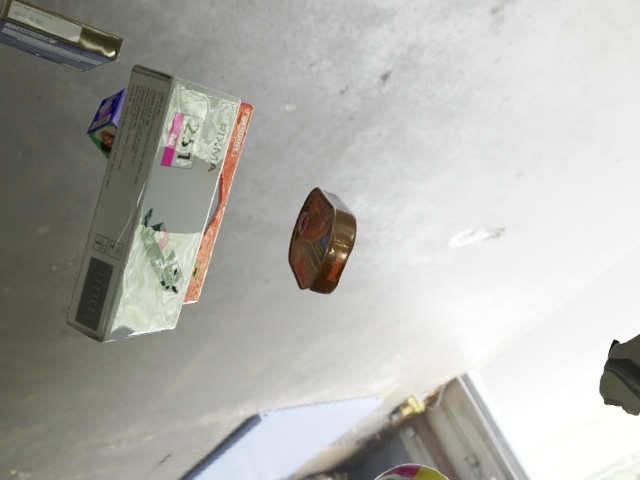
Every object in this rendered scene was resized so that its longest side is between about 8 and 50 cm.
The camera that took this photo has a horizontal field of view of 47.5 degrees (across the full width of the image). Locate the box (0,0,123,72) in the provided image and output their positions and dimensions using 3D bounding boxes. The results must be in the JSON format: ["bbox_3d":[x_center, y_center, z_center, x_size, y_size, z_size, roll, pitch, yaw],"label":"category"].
[{"bbox_3d":[-0.350,-0.263,0.946,0.137,0.225,0.036,16,89,-28],"label":"box"}]

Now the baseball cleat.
[{"bbox_3d":[0.378,0.145,0.714,0.072,0.206,0.109,18,87,-48],"label":"baseball cleat"}]

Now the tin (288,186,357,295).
[{"bbox_3d":[0.000,0.000,0.877,0.040,0.189,0.106,23,102,-16],"label":"tin"}]

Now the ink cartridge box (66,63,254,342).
[{"bbox_3d":[-0.150,-0.035,0.815,0.239,0.060,0.274,-1,110,-65],"label":"ink cartridge box"}]

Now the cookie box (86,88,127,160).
[{"bbox_3d":[-0.239,-0.123,0.922,0.040,0.091,0.107,-23,124,15],"label":"cookie box"}]

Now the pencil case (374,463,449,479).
[{"bbox_3d":[0.014,0.222,0.410,0.104,0.104,0.236,-47,165,32],"label":"pencil case"}]
